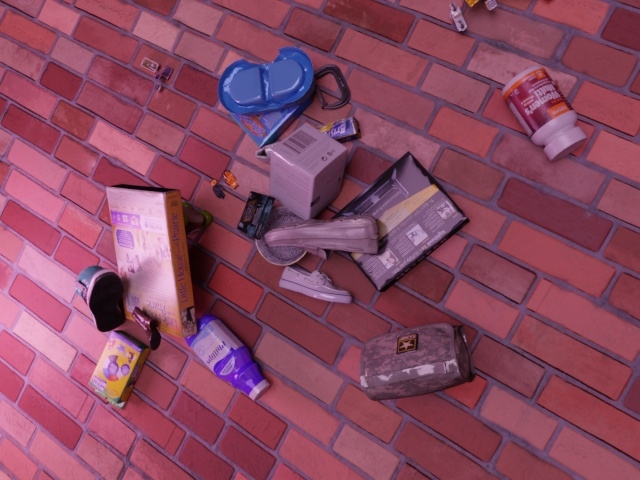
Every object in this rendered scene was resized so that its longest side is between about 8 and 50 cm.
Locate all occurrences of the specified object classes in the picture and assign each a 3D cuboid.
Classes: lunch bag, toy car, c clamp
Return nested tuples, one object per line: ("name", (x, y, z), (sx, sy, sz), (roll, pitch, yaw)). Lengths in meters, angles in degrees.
("lunch bag", (0.237, 0.296, 1.412), (0.235, 0.287, 0.169), (-15, 80, 18))
("toy car", (-0.442, -0.015, 1.751), (0.149, 0.155, 0.188), (24, 102, 19))
("c clamp", (0.010, -0.450, 1.703), (0.137, 0.022, 0.160), (-29, 76, 3))

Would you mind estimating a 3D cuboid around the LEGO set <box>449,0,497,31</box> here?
("LEGO set", (0.480, -0.673, 1.546), (0.287, 0.107, 0.132), (-17, 114, 12))

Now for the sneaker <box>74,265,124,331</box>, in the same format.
("sneaker", (-0.679, 0.136, 1.777), (0.178, 0.124, 0.295), (53, 145, 25))

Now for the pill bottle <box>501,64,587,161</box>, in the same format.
("pill bottle", (0.563, -0.317, 1.450), (0.121, 0.121, 0.221), (-32, 75, 13))

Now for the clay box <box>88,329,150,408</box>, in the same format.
("clay box", (-0.639, 0.410, 1.819), (0.127, 0.053, 0.222), (26, 92, 20))

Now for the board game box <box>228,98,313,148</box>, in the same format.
("board game box", (-0.151, -0.400, 1.738), (0.210, 0.047, 0.160), (-44, 73, 9))

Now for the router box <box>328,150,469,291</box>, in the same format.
("router box", (0.205, -0.048, 1.565), (0.309, 0.081, 0.243), (-40, 73, 11))

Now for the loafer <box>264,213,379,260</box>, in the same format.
("loafer", (0.000, 0.000, 1.532), (0.319, 0.112, 0.111), (-4, 102, 25))

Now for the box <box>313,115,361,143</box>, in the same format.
("box", (0.028, -0.305, 1.662), (0.169, 0.059, 0.054), (-13, 83, 17))

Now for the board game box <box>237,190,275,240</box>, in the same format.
("board game box", (-0.188, -0.075, 1.662), (0.026, 0.186, 0.126), (20, 91, -23))

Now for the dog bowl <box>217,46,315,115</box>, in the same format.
("dog bowl", (-0.150, -0.452, 1.679), (0.297, 0.074, 0.166), (-10, 81, 16))

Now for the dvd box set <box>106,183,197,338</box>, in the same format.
("dvd box set", (-0.492, 0.053, 1.678), (0.308, 0.062, 0.420), (8, 108, 41))

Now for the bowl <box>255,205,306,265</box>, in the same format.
("bowl", (-0.093, -0.010, 1.663), (0.170, 0.080, 0.170), (-2, 84, 19))

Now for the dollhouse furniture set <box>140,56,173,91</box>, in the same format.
("dollhouse furniture set", (-0.559, -0.551, 1.873), (0.114, 0.081, 0.091), (30, 94, 19))

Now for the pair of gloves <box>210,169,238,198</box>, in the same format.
("pair of gloves", (-0.299, -0.174, 1.786), (0.083, 0.010, 0.074), (-38, 74, 12))

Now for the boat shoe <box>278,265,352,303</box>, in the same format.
("boat shoe", (-0.014, 0.119, 1.620), (0.226, 0.083, 0.075), (12, 90, 20))

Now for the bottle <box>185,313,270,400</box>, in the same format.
("bottle", (-0.265, 0.343, 1.678), (0.283, 0.092, 0.118), (42, 103, 17))

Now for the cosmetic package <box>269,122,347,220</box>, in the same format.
("cosmetic package", (-0.037, -0.186, 1.582), (0.151, 0.183, 0.151), (34, 57, 19))

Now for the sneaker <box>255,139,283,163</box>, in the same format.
("sneaker", (-0.126, -0.262, 1.689), (0.152, 0.061, 0.053), (-19, 77, 34))

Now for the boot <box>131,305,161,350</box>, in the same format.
("boot", (-0.514, 0.256, 1.694), (0.114, 0.037, 0.106), (19, 116, 41))
